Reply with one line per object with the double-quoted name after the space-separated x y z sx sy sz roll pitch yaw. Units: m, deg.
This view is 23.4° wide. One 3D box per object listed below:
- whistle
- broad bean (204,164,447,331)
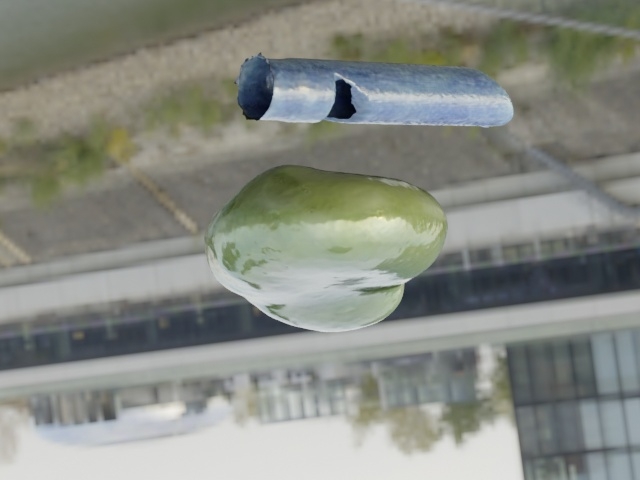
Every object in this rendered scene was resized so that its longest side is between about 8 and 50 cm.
0.060 -0.138 1.444 0.304 0.062 0.062 -2 174 -38 "whistle"
0.000 0.000 1.075 0.169 0.100 0.228 -1 164 -15 "broad bean"
